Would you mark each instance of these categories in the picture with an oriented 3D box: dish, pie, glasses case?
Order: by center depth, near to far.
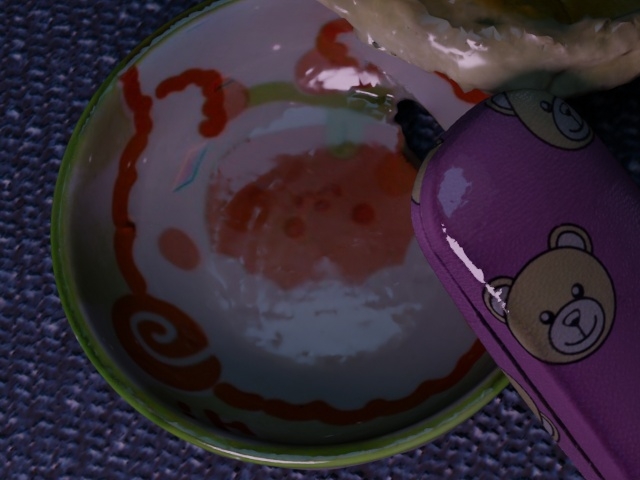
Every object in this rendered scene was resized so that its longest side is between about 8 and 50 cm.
[{"bbox_3d":[0.168,0.057,1.028,0.123,0.076,0.316,-45,108,-24],"label":"glasses case"},{"bbox_3d":[0.119,-0.198,1.137,0.339,0.077,0.339,4,37,-3],"label":"pie"},{"bbox_3d":[0.000,0.000,1.150,0.324,0.124,0.324,-2,70,5],"label":"dish"}]
